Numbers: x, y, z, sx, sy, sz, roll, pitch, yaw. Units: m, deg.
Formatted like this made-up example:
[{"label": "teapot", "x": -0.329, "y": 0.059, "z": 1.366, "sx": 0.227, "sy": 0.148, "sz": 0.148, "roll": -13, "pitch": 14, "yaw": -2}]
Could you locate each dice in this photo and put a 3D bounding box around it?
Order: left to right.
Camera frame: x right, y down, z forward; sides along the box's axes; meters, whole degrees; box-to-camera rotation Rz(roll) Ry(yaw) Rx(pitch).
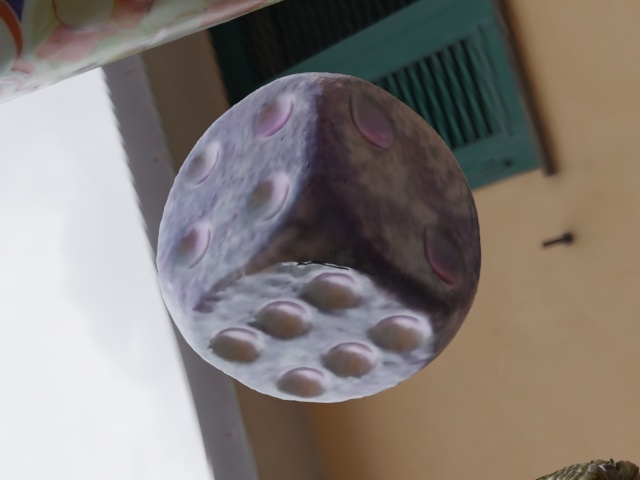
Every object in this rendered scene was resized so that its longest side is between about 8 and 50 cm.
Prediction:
[{"label": "dice", "x": 0.000, "y": 0.000, "z": 1.576, "sx": 0.270, "sy": 0.270, "sz": 0.271, "roll": 33, "pitch": -137, "yaw": -33}]

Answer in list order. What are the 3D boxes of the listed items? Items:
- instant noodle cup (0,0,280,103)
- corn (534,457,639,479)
[{"label": "instant noodle cup", "x": -0.139, "y": -0.192, "z": 0.714, "sx": 0.312, "sy": 0.284, "sz": 0.284, "roll": -14, "pitch": -95, "yaw": -4}, {"label": "corn", "x": 0.173, "y": 0.254, "z": 1.169, "sx": 0.106, "sy": 0.305, "sz": 0.106, "roll": 11, "pitch": -117, "yaw": -23}]
